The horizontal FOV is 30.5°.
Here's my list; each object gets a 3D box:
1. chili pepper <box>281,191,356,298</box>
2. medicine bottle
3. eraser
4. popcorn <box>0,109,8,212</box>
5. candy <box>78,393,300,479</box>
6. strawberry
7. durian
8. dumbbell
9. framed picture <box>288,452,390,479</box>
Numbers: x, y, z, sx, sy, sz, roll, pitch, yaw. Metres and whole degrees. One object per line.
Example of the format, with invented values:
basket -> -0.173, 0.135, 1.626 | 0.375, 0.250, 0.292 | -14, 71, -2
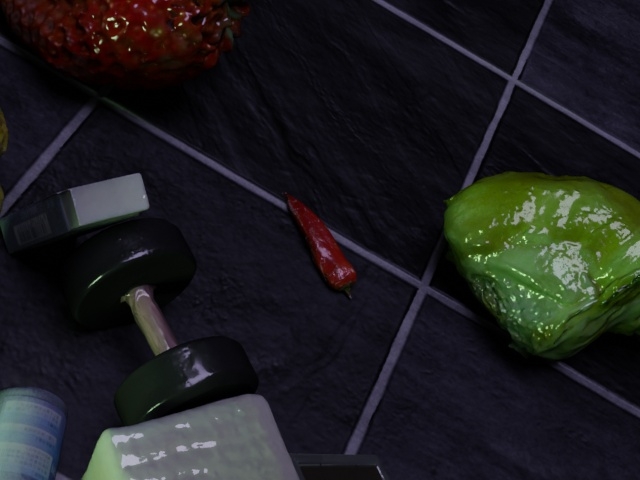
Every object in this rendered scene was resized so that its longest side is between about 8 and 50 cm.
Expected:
chili pepper -> 0.000, 0.000, 1.532 | 0.045, 0.027, 0.178 | -15, 60, -33
medicine bottle -> -0.305, 0.246, 1.152 | 0.083, 0.083, 0.203 | 17, 49, -13
eraser -> -0.276, -0.028, 1.301 | 0.092, 0.212, 0.046 | -17, 92, -34
popcorn -> -0.441, -0.082, 1.277 | 0.181, 0.217, 0.235 | 9, 53, 15
candy -> -0.089, 0.340, 1.143 | 0.208, 0.145, 0.359 | -7, 57, -30
strawberry -> -0.269, -0.345, 1.535 | 0.351, 0.267, 0.312 | 11, 52, 14
durian -> 0.324, 0.023, 1.559 | 0.256, 0.204, 0.340 | -33, 72, -28
dumbbell -> -0.178, 0.100, 1.281 | 0.152, 0.152, 0.218 | -13, 62, -33
framed picture -> 0.064, 0.339, 1.247 | 0.197, 0.014, 0.252 | 17, 40, -57
